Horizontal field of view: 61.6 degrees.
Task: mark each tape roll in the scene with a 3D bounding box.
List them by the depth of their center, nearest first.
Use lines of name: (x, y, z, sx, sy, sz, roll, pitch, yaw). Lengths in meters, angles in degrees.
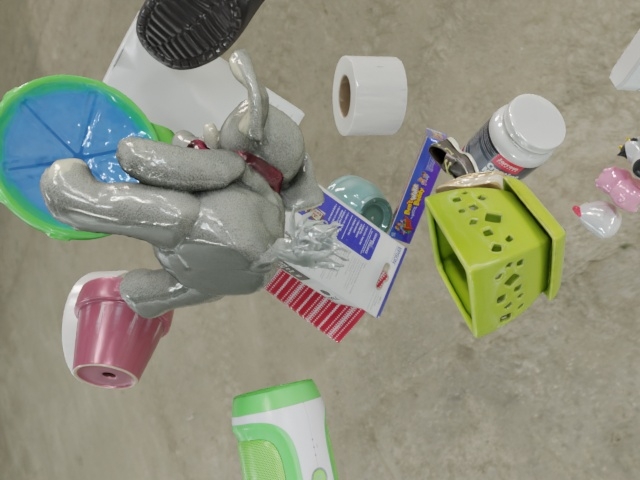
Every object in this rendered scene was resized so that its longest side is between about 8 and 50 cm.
tape roll: (-0.548, 0.223, 1.393, 0.100, 0.286, 0.287, -3, 94, 5)
tape roll: (0.151, -0.456, 1.700, 0.246, 0.168, 0.247, 177, 90, -75)

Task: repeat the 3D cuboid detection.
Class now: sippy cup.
sippy cup: (-0.391, -0.105, 0.836, 0.224, 0.305, 0.240, -12, 61, 57)

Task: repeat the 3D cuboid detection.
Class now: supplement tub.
supplement tub: (0.528, -0.261, 1.507, 0.191, 0.191, 0.272, 67, 158, 15)

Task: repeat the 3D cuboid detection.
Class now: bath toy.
bath toy: (0.804, -0.160, 1.428, 0.128, 0.151, 0.348, 24, 132, 3)

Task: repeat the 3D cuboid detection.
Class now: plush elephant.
plush elephant: (-0.120, -0.075, 0.673, 0.329, 0.272, 0.256, -4, 53, 14)

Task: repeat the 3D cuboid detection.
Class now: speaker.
speaker: (-0.030, 0.333, 0.670, 0.131, 0.131, 0.297, -24, 73, 42)

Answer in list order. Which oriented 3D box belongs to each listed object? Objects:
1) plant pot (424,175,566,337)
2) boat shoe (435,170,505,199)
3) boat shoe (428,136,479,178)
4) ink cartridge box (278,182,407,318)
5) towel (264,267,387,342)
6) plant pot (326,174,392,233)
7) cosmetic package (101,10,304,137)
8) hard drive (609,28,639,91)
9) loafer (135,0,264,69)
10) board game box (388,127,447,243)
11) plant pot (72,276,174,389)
plant pot: (0.354, 0.021, 1.082, 0.228, 0.207, 0.227, -110, -1, -46)
boat shoe: (0.339, -0.122, 1.207, 0.170, 0.059, 0.063, 0, 136, 49)
boat shoe: (0.354, -0.202, 1.427, 0.228, 0.068, 0.081, -108, 4, -56)
ink cartridge box: (0.000, 0.000, 0.998, 0.065, 0.332, 0.166, -18, 41, 60)
towel: (-0.008, 0.071, 1.167, 0.274, 0.031, 0.199, 38, 102, -5)
plant pot: (0.165, -0.105, 2.155, 0.196, 0.292, 0.294, 22, 110, 55)
cosmetic package: (-0.256, -0.289, 1.147, 0.217, 0.384, 0.156, -57, 27, 6)
hard drive: (0.654, -0.314, 0.791, 0.233, 0.352, 0.047, 104, 163, -52)
loafer: (-0.139, -0.405, 0.839, 0.365, 0.134, 0.130, -28, 31, 27)
board game box: (0.330, -0.189, 1.811, 0.078, 0.233, 0.348, 20, 111, 4)
plant pot: (-0.424, 0.202, 1.122, 0.201, 0.201, 0.180, -35, 38, 40)
